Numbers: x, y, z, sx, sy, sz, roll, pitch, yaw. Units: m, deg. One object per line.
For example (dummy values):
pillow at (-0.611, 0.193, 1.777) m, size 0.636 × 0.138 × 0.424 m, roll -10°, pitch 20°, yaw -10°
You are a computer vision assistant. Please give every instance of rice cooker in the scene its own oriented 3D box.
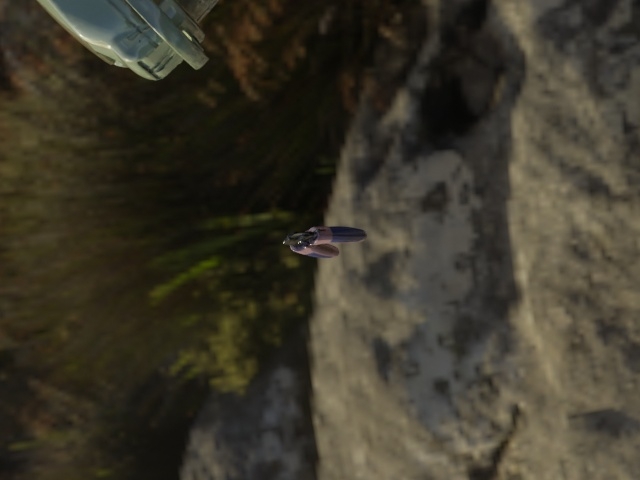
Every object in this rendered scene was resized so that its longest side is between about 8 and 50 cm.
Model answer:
rice cooker at (-0.136, -0.197, 1.091) m, size 0.206 × 0.145 × 0.127 m, roll 42°, pitch 92°, yaw 9°

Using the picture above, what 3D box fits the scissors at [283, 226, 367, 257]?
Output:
scissors at (0.000, 0.000, 1.369) m, size 0.039 × 0.113 × 0.012 m, roll -31°, pitch 75°, yaw 20°
